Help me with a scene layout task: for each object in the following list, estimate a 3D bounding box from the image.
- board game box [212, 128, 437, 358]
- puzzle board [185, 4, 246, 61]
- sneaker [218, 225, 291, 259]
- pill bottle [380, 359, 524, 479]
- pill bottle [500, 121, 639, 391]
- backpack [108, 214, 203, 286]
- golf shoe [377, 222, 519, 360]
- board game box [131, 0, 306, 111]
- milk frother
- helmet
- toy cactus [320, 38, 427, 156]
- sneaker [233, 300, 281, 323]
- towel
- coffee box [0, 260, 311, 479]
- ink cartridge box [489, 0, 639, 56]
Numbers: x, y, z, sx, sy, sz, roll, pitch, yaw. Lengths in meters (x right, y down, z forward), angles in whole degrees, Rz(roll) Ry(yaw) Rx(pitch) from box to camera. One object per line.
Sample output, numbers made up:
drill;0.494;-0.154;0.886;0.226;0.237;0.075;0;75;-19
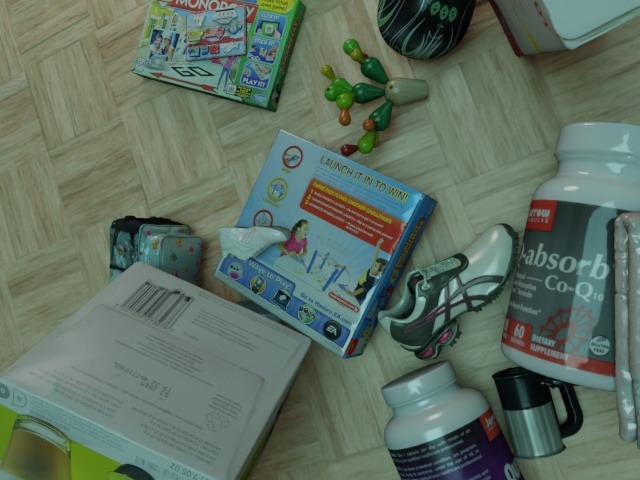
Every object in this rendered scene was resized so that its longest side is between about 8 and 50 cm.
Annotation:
board game box;0.000;0.000;1.077;0.308;0.086;0.301;29;97;26
puzzle board;-0.204;-0.401;1.171;0.128;0.011;0.096;-1;88;17
sneaker;-0.114;0.003;1.059;0.152;0.054;0.061;-3;88;34
pill bottle;0.219;0.365;0.971;0.182;0.181;0.322;-26;81;16
pill bottle;0.409;0.022;0.906;0.210;0.210;0.362;12;92;18
backpack;-0.318;0.057;1.163;0.145;0.166;0.188;16;97;23
golf shoe;0.215;0.073;1.000;0.120;0.105;0.272;34;99;-20
board game box;-0.207;-0.397;1.203;0.318;0.046;0.213;18;95;18
milk frother;0.351;0.269;0.952;0.129;0.143;0.134;-16;84;12
helmet;0.173;-0.383;1.013;0.169;0.169;0.161;38;129;15
toy cactus;0.097;-0.253;1.079;0.181;0.112;0.218;-5;67;-5
sneaker;-0.162;0.169;1.165;0.212;0.080;0.094;-5;99;25
towel;0.541;0.101;0.823;0.332;0.053;0.316;-7;98;-20
coffee box;-0.263;0.299;0.968;0.338;0.338;0.334;24;120;5
ink cartridge box;0.310;-0.413;0.824;0.161;0.384;0.279;-27;101;15
